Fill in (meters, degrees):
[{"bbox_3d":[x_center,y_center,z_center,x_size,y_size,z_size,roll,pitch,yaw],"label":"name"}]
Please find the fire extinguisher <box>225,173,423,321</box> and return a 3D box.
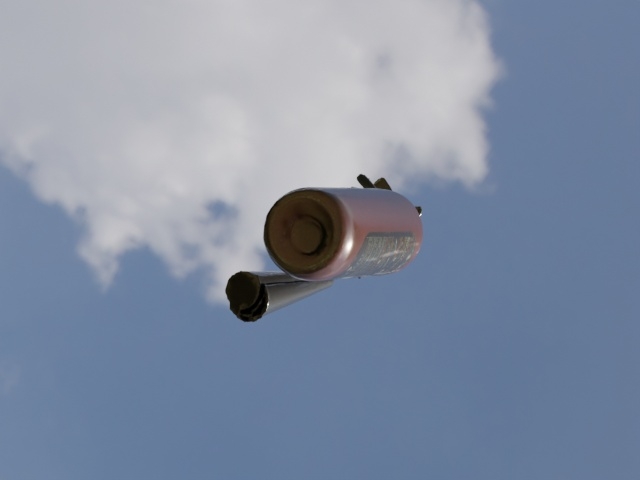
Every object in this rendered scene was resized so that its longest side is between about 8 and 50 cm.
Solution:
[{"bbox_3d":[0.004,0.005,0.495,0.032,0.100,0.046,32,-80,15],"label":"fire extinguisher"}]
